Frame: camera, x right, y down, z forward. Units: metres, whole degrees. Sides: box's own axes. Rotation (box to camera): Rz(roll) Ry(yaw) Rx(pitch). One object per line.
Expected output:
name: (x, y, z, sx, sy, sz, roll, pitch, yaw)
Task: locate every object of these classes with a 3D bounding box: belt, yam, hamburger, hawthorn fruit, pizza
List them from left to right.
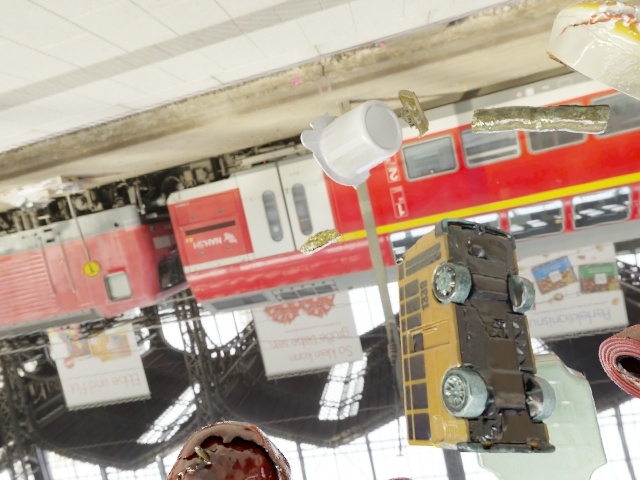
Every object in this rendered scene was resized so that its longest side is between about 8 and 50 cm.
hawthorn fruit: (-0.107, 0.277, 0.488, 0.148, 0.172, 0.148, -9, -150, 5)
pizza: (0.000, -0.001, 0.989, 0.099, 0.036, 0.160, -31, 178, 10)
yam: (0.449, -0.252, 0.889, 0.252, 0.061, 0.061, 6, -168, 23)
hamburger: (0.648, -0.424, 0.940, 0.295, 0.152, 0.227, 9, -146, -20)
belt: (1.013, 0.376, 1.291, 0.115, 0.227, 0.324, -23, 177, -10)

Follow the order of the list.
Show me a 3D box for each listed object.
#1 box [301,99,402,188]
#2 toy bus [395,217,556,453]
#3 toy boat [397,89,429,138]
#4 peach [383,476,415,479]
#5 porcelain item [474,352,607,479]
box: (0.114, -0.334, 1.358, 0.291, 0.263, 0.206, 13, 160, -34)
toy bus: (0.136, 0.091, 0.411, 0.098, 0.201, 0.114, 11, 154, -21)
toy boat: (0.318, -0.436, 1.484, 0.072, 0.065, 0.206, -11, 143, 29)
peach: (0.154, 0.525, 0.710, 0.243, 0.244, 0.199, -16, 157, -42)
porcelain item: (0.503, 0.425, 1.031, 0.285, 0.282, 0.157, -13, 170, 16)
